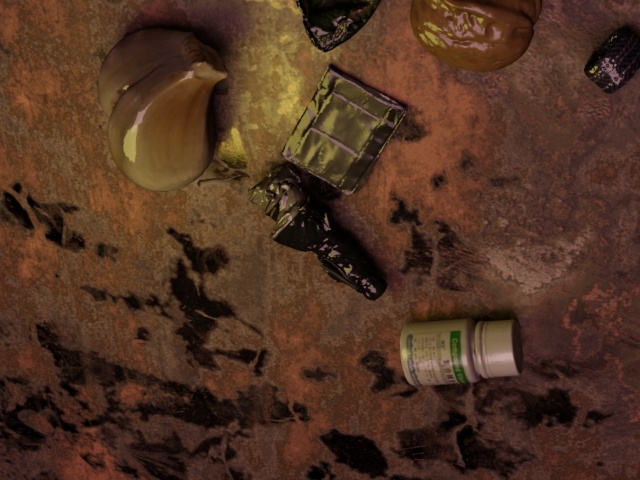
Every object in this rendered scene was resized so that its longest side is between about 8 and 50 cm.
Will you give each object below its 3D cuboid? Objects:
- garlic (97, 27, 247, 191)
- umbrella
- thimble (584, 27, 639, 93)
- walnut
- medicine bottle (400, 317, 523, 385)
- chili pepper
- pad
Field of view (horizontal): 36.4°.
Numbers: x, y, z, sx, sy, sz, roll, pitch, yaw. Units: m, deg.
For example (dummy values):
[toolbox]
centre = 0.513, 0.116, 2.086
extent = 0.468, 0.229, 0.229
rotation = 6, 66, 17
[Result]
[garlic]
centre = -0.306, -0.241, 1.864
extent = 0.246, 0.231, 0.340
rotation = -27, 145, -16
[umbrella]
centre = 0.003, -0.001, 1.965
extent = 0.113, 0.106, 0.357
rotation = -34, 111, 31
[thimble]
centre = 0.484, -0.293, 1.588
extent = 0.066, 0.104, 0.095
rotation = 40, 124, -4
[walnut]
centre = 0.243, -0.372, 1.556
extent = 0.213, 0.213, 0.213
rotation = 9, 128, 11
[medicine bottle]
centre = 0.296, 0.231, 2.029
extent = 0.237, 0.139, 0.139
rotation = -6, 124, 21
[chili pepper]
centre = 0.046, -0.442, 1.608
extent = 0.116, 0.148, 0.264
rotation = 45, 133, 17
[pad]
centre = 0.041, -0.205, 1.853
extent = 0.174, 0.022, 0.233
rotation = 28, 128, -3
